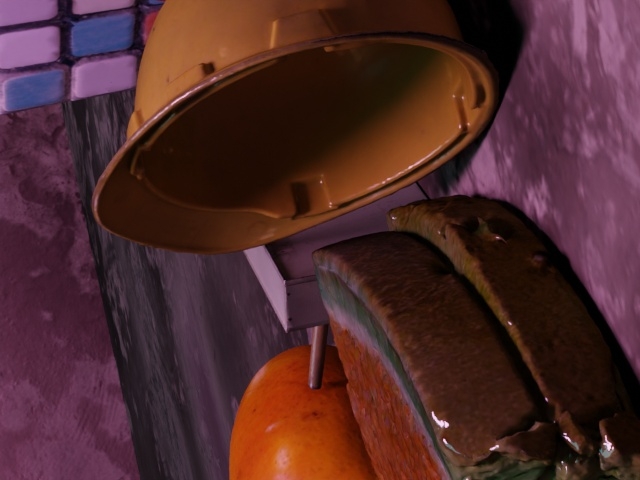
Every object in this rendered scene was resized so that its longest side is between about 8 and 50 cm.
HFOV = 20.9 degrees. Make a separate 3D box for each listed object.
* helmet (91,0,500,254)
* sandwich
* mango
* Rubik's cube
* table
[{"bbox_3d":[-0.025,-0.107,1.024,0.257,0.205,0.140,-28,62,35],"label":"helmet"},{"bbox_3d":[0.080,0.088,0.990,0.212,0.109,0.292,95,159,-46],"label":"sandwich"},{"bbox_3d":[0.013,0.157,1.241,0.187,0.138,0.257,41,-167,-28],"label":"mango"},{"bbox_3d":[-0.172,-0.287,1.399,0.253,0.259,0.256,110,146,-61],"label":"Rubik's cube"},{"bbox_3d":[0.000,0.000,1.215,0.240,0.122,0.111,-120,24,-55],"label":"table"}]
